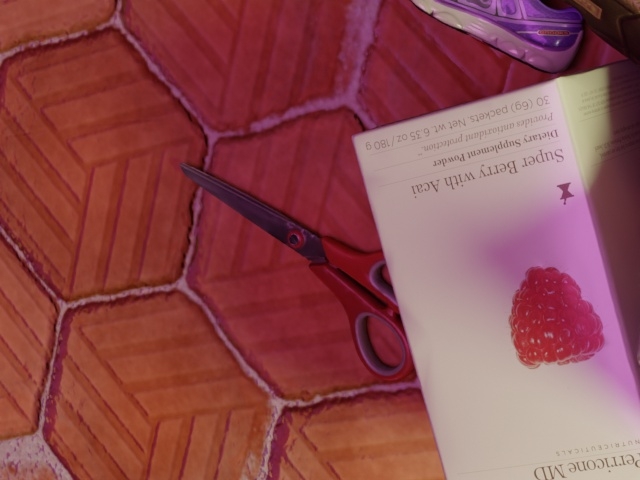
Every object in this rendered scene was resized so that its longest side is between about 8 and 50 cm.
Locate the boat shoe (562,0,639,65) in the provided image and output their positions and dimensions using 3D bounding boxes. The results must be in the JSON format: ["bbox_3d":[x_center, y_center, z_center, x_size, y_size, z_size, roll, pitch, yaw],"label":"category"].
[{"bbox_3d":[0.195,-0.232,1.228,0.257,0.095,0.095,43,161,10],"label":"boat shoe"}]

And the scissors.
[{"bbox_3d":[0.000,0.000,1.432,0.297,0.021,0.109,46,122,16],"label":"scissors"}]

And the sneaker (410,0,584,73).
[{"bbox_3d":[0.131,-0.192,1.294,0.170,0.068,0.071,28,99,14],"label":"sneaker"}]

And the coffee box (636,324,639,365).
[{"bbox_3d":[0.345,0.101,1.087,0.168,0.118,0.297,-9,140,31],"label":"coffee box"}]

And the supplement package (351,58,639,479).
[{"bbox_3d":[0.172,0.030,1.240,0.178,0.175,0.292,-14,94,31],"label":"supplement package"}]
